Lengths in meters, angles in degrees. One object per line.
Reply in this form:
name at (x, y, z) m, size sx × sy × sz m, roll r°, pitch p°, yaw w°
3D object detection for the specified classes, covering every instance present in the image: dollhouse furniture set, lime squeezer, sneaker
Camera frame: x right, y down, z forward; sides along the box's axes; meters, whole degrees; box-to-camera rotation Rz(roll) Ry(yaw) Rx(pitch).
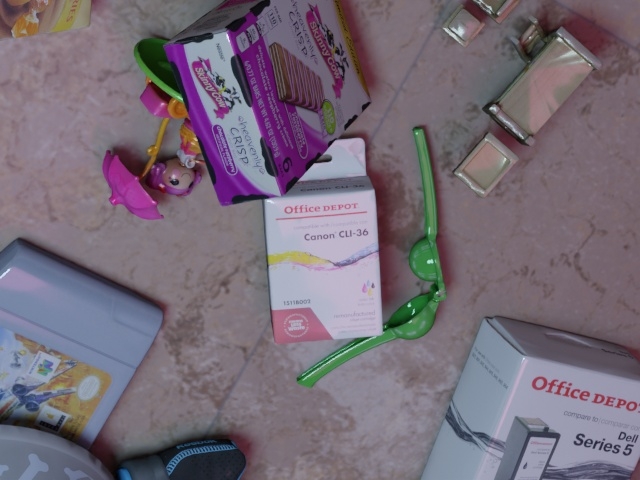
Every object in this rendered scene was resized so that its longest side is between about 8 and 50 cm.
dollhouse furniture set at (0.166, -0.166, 1.540) m, size 0.161 × 0.101 × 0.182 m, roll 41°, pitch 95°, yaw -2°
lime squeezer at (0.088, 0.036, 1.604) m, size 0.110 × 0.059 × 0.310 m, roll 26°, pitch 104°, yaw 6°
sneaker at (-0.113, 0.373, 1.620) m, size 0.139 × 0.125 × 0.341 m, roll -20°, pitch 117°, yaw -16°

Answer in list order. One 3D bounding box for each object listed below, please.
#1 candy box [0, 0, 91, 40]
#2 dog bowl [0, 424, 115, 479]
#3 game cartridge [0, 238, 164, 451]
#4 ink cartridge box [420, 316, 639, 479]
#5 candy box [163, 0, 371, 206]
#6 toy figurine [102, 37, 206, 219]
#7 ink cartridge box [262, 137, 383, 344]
candy box at (-0.271, -0.333, 1.262) m, size 0.183 × 0.087 × 0.316 m, roll -23°, pitch 125°, yaw -57°
dog bowl at (-0.358, 0.340, 1.482) m, size 0.348 × 0.102 × 0.349 m, roll -11°, pitch 131°, yaw -13°
game cartridge at (-0.315, 0.156, 1.510) m, size 0.198 × 0.062 × 0.297 m, roll 26°, pitch 101°, yaw -29°
ink cartridge box at (0.242, 0.245, 1.691) m, size 0.198 × 0.115 × 0.273 m, roll 14°, pitch 105°, yaw -22°
candy box at (-0.041, -0.152, 1.377) m, size 0.071 × 0.233 × 0.159 m, roll -8°, pitch 113°, yaw 26°
toy figurine at (-0.141, -0.093, 1.456) m, size 0.173 × 0.130 × 0.159 m, roll 6°, pitch 124°, yaw -46°
ink cartridge box at (0.000, 0.000, 1.526) m, size 0.115 × 0.067 × 0.198 m, roll -5°, pitch 107°, yaw -3°
